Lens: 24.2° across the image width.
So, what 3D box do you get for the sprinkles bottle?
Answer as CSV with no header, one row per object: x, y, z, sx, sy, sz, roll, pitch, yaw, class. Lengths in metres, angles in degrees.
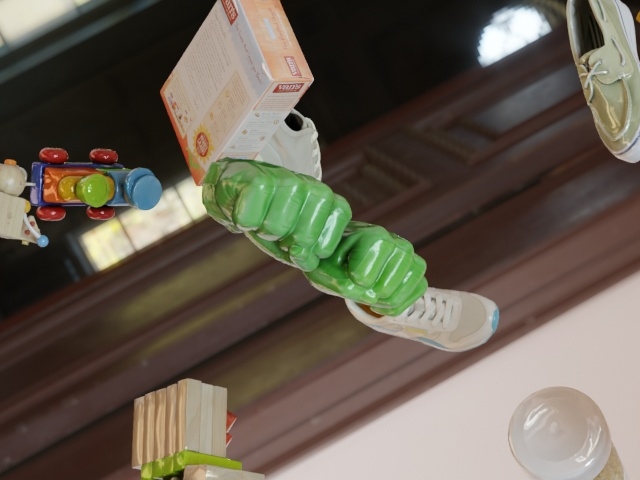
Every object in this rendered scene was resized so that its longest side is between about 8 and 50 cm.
0.336,0.303,1.936,0.121,0.121,0.355,57,2,32,sprinkles bottle

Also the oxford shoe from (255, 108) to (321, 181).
-0.054,-0.140,2.533,0.449,0.130,0.169,58,4,-49,oxford shoe

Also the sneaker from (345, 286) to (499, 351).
0.142,0.104,2.119,0.092,0.228,0.087,29,68,-57,sneaker

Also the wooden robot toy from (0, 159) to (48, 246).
-0.331,-0.046,1.491,0.076,0.079,0.173,9,-6,31,wooden robot toy

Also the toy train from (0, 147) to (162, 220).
-0.360,-0.076,2.132,0.143,0.248,0.105,10,-81,47,toy train

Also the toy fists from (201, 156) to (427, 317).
0.000,0.000,1.614,0.279,0.096,0.142,35,-18,-35,toy fists

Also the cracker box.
-0.110,-0.196,1.886,0.232,0.067,0.156,-49,-125,46,cracker box

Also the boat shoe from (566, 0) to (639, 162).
0.421,-0.247,2.208,0.094,0.109,0.302,18,47,-30,boat shoe

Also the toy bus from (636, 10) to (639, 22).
0.403,-0.272,1.663,0.202,0.104,0.191,9,-50,48,toy bus

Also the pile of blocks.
-0.112,0.318,1.656,0.112,0.149,0.362,18,37,-39,pile of blocks
